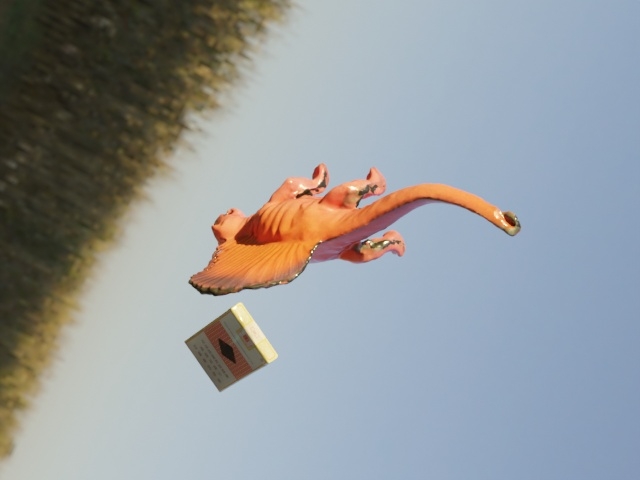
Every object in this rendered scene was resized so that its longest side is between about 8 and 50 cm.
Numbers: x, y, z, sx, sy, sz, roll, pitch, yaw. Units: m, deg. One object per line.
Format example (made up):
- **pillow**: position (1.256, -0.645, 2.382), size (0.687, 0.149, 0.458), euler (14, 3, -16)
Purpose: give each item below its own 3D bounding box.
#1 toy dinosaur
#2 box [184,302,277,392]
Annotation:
- **toy dinosaur**: position (-0.008, 0.003, 0.962), size (0.139, 0.070, 0.286), euler (-26, -162, -32)
- **box**: position (-0.062, 0.075, 0.961), size (0.012, 0.046, 0.083), euler (-34, 179, -35)
